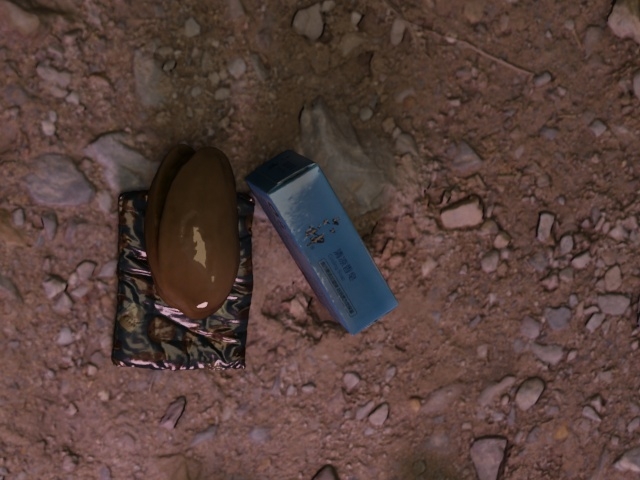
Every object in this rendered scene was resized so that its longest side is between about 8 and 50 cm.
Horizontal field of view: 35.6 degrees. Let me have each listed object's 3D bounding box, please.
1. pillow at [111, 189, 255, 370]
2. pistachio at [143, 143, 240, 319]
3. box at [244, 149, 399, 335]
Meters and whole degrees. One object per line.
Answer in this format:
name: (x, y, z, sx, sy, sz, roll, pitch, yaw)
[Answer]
pillow: (-0.185, 0.055, 1.355, 0.188, 0.034, 0.256, 2, 100, -13)
pistachio: (-0.160, -0.011, 1.275, 0.135, 0.136, 0.226, 0, 92, -16)
box: (0.000, 0.000, 1.337, 0.083, 0.142, 0.232, -32, 108, -7)
